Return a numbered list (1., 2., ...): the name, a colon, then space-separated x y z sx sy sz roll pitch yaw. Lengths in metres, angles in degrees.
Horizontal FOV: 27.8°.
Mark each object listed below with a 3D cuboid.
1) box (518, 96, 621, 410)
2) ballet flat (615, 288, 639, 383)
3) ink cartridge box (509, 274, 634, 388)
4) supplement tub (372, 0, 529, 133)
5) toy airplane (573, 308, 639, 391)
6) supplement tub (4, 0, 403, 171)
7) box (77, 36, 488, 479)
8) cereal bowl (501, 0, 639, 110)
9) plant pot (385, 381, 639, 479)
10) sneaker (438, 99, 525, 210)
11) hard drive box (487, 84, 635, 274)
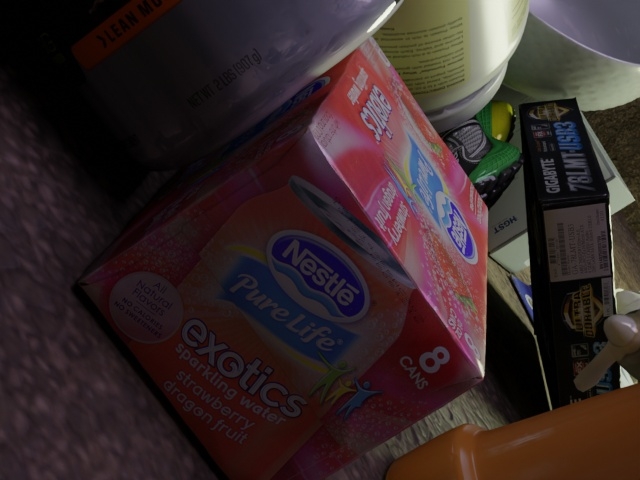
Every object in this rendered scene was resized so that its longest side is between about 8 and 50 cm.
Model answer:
1. box: 0.256 0.036 1.336 0.295 0.073 0.293 -81 165 -65
2. ballet flat: 0.477 0.133 1.962 0.139 0.139 0.400 59 12 8
3. ink cartridge box: 0.338 0.154 1.614 0.224 0.045 0.223 35 27 -52
4. supplement tub: 0.067 -0.260 1.138 0.325 0.235 0.235 76 -9 -60
5. toy airplane: 0.348 0.217 1.043 0.386 0.272 0.385 -47 115 -76
6. supplement tub: -0.117 -0.224 0.716 0.338 0.207 0.207 53 16 -13
7. box: 0.000 0.000 0.743 0.154 0.142 0.300 55 16 -9
8. cereal bowl: 0.252 -0.274 1.514 0.338 0.141 0.339 21 41 -19
9. plant pot: 0.174 0.184 0.816 0.205 0.188 0.205 50 17 -22
10. sneaker: 0.115 -0.093 1.344 0.146 0.134 0.343 35 20 -9
11. hard drive box: 0.252 -0.106 1.619 0.089 0.181 0.232 34 28 -55
